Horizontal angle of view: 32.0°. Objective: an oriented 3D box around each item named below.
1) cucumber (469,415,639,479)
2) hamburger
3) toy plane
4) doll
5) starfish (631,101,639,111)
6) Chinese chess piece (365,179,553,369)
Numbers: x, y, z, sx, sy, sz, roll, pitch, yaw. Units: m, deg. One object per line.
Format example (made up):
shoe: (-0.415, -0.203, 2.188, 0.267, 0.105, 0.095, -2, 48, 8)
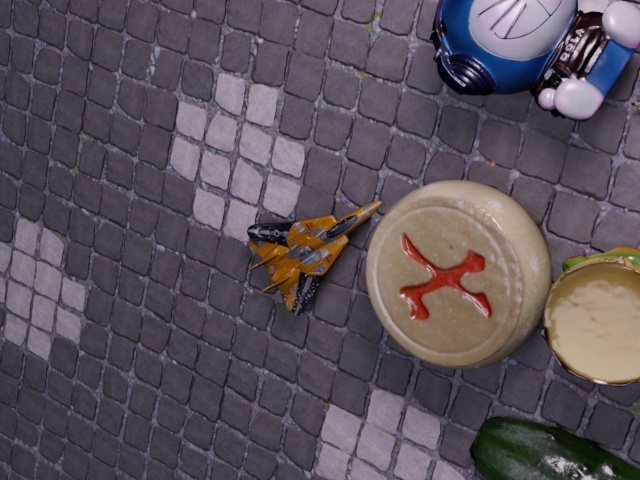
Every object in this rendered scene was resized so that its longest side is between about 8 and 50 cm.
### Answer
cucumber: (0.404, 0.412, 1.974, 0.325, 0.105, 0.145, 25, 114, 29)
hamburger: (0.480, 0.116, 1.830, 0.237, 0.149, 0.237, 6, 105, 22)
toy plane: (0.006, -0.002, 2.142, 0.316, 0.103, 0.204, -32, 84, 26)
doll: (0.334, -0.328, 1.781, 0.310, 0.240, 0.284, 32, 76, 8)
starfish: (0.578, -0.153, 1.767, 0.138, 0.050, 0.247, -12, 81, 33)
Chinese chess piece: (0.243, 0.060, 1.973, 0.338, 0.140, 0.338, 7, 104, 31)
